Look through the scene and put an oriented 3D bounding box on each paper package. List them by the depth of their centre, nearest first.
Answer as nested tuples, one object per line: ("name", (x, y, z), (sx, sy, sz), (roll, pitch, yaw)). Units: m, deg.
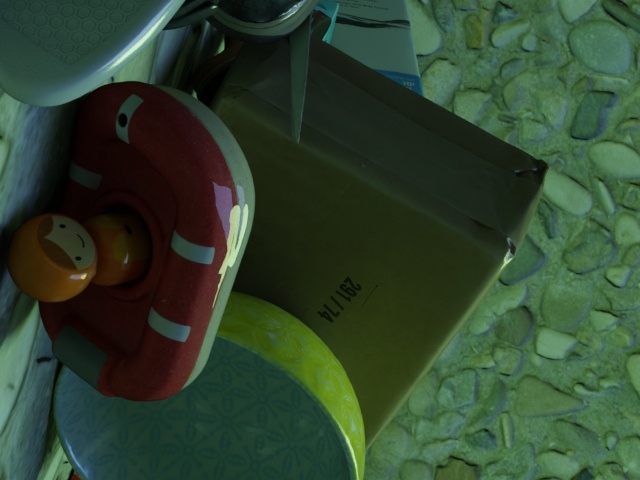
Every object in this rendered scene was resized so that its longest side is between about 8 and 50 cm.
("paper package", (0.000, 0.000, 1.308), (0.325, 0.309, 0.168), (-60, -179, 40))

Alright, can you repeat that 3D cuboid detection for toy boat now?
("toy boat", (-0.149, 0.004, 0.932), (0.151, 0.151, 0.231), (-11, 126, -52))

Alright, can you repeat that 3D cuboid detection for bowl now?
("bowl", (-0.081, 0.144, 1.235), (0.156, 0.289, 0.289), (-61, 171, -51))

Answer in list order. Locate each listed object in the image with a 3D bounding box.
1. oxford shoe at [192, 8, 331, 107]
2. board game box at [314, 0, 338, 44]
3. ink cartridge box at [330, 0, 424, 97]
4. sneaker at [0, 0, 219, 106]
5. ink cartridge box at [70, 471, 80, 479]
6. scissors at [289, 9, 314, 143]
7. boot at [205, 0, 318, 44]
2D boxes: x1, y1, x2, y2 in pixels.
("oxford shoe", (-0.075, -0.197, 1.378), (0.212, 0.076, 0.076), (-41, 168, -49))
("board game box", (-0.078, -0.109, 1.694), (0.336, 0.079, 0.254), (106, 5, -50))
("ink cartridge box", (0.045, -0.202, 1.878), (0.307, 0.129, 0.223), (-95, -166, -45))
("sneaker", (-0.102, -0.151, 0.771), (0.147, 0.104, 0.296), (97, 7, -52))
("ink cartridge box", (-0.216, 0.242, 1.496), (0.134, 0.078, 0.231), (101, 10, -69))
("scissors", (-0.011, -0.212, 1.206), (0.021, 0.109, 0.297), (52, 16, -46))
("boot", (0.009, -0.371, 1.096), (0.377, 0.138, 0.284), (-61, 175, -15))
